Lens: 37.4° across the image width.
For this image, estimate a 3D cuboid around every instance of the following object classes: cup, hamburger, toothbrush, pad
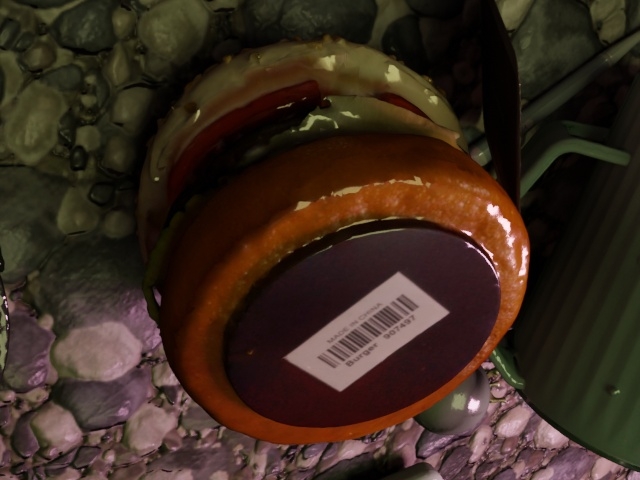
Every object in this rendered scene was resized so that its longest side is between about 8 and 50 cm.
[{"bbox_3d":[0.365,0.035,1.019,0.400,0.310,0.392,1,116,-28],"label":"cup"},{"bbox_3d":[0.000,0.000,0.826,0.329,0.250,0.330,-11,135,-11],"label":"hamburger"},{"bbox_3d":[0.301,-0.185,1.048,0.342,0.030,0.025,-35,123,-6],"label":"toothbrush"},{"bbox_3d":[0.164,-0.129,0.871,0.002,0.266,0.176,-4,122,5],"label":"pad"}]

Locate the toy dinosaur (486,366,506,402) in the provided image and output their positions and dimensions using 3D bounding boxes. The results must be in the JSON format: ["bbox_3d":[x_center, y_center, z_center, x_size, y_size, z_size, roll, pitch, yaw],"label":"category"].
[{"bbox_3d":[0.196,0.178,1.190,0.060,0.029,0.120,-22,123,3],"label":"toy dinosaur"}]

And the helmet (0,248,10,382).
[{"bbox_3d":[-0.366,0.049,0.718,0.230,0.160,0.279,6,100,-32],"label":"helmet"}]

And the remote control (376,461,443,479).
[{"bbox_3d":[-0.001,0.374,1.157,0.335,0.065,0.128,-17,125,-21],"label":"remote control"}]

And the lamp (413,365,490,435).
[{"bbox_3d":[0.148,0.176,1.110,0.105,0.105,0.105,-13,121,-23],"label":"lamp"}]
